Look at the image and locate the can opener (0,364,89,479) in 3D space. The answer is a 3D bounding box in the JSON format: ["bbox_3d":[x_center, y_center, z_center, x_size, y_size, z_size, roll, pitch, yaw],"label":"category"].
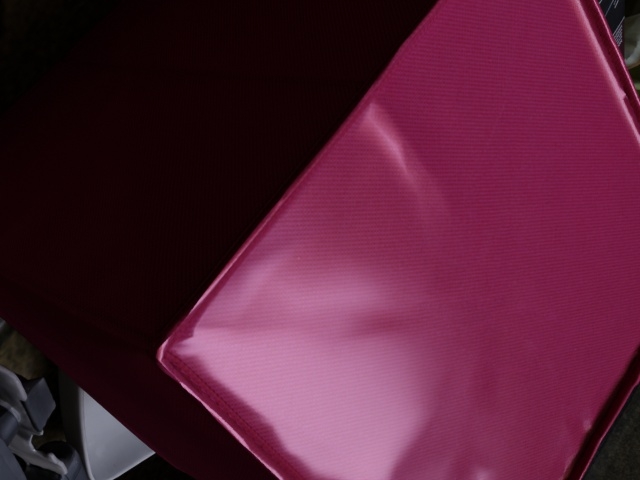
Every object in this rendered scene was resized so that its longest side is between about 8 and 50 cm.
[{"bbox_3d":[-0.193,0.166,0.584,0.283,0.076,0.095,86,22,-44],"label":"can opener"}]

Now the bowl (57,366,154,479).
[{"bbox_3d":[-0.123,0.078,0.657,0.142,0.053,0.142,-31,139,-42],"label":"bowl"}]

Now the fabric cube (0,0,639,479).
[{"bbox_3d":[0.000,0.000,0.501,0.259,0.258,0.254,-52,126,-20],"label":"fabric cube"}]

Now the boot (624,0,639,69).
[{"bbox_3d":[0.284,-0.251,0.785,0.269,0.089,0.236,-63,153,-21],"label":"boot"}]

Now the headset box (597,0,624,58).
[{"bbox_3d":[0.086,-0.120,0.654,0.110,0.218,0.293,-52,150,-15],"label":"headset box"}]

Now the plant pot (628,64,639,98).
[{"bbox_3d":[0.454,-0.197,1.178,0.254,0.276,0.276,-63,154,-23],"label":"plant pot"}]
